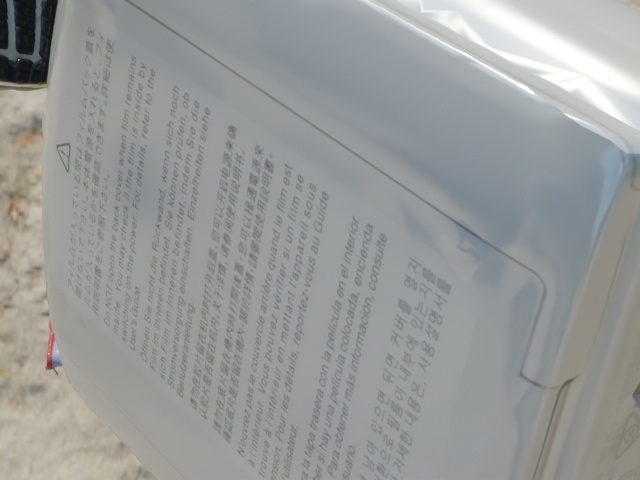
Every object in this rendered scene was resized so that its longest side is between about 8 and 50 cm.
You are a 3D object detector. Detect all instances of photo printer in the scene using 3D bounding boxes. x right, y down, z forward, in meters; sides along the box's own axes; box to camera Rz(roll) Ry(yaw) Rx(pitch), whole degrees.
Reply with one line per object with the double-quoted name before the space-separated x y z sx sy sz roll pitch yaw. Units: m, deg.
"photo printer" 0.000 0.000 0.493 0.107 0.256 0.307 -14 36 -37

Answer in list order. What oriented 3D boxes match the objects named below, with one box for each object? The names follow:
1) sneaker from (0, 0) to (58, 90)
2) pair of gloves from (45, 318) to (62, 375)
"sneaker" -0.312 -0.157 0.916 0.300 0.121 0.111 8 76 -33
"pair of gloves" -0.105 0.037 0.920 0.159 0.023 0.198 4 45 -2
